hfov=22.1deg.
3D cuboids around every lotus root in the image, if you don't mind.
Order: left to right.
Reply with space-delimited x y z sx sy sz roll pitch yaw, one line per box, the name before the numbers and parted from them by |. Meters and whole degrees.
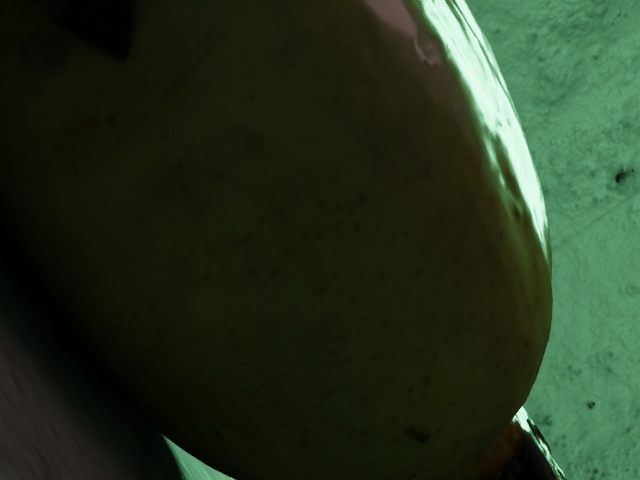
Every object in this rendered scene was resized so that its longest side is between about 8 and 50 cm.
lotus root | 0.000 0.000 0.549 0.310 0.183 0.183 58 0 -31
